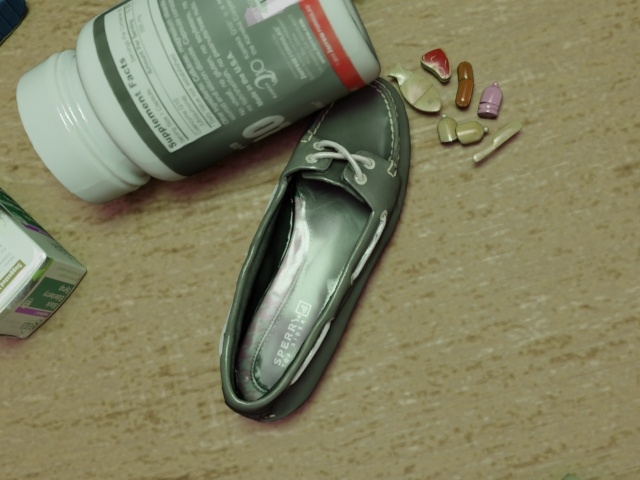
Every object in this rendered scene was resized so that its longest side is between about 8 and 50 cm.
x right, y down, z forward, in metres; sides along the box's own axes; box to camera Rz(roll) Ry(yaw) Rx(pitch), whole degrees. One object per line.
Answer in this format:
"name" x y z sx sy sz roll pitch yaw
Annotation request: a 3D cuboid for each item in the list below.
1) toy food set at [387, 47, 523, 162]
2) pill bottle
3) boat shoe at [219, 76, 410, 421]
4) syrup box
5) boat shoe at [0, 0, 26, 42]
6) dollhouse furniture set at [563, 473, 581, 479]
"toy food set" 0.128 -0.133 0.751 0.078 0.019 0.122 -37 77 0
"pill bottle" -0.105 -0.151 0.701 0.283 0.161 0.161 -26 79 12
"boat shoe" 0.000 0.000 0.705 0.112 0.095 0.335 19 84 9
"syrup box" -0.344 -0.019 0.749 0.237 0.093 0.096 40 87 11
"boat shoe" -0.381 -0.196 0.802 0.066 0.066 0.183 40 77 16
"dollhouse furniture set" 0.151 0.340 0.577 0.262 0.135 0.259 -23 94 -16
